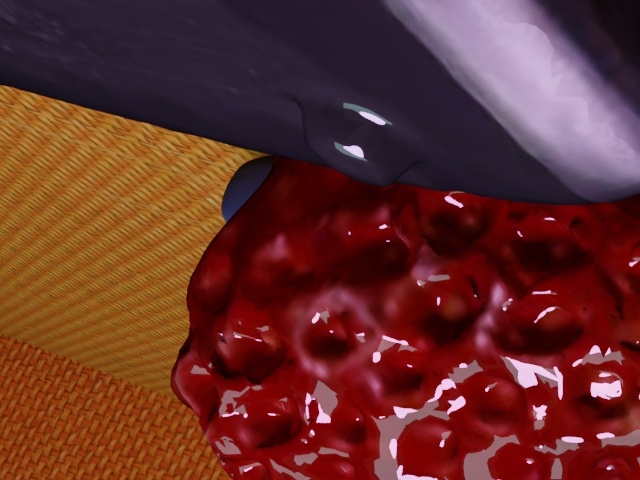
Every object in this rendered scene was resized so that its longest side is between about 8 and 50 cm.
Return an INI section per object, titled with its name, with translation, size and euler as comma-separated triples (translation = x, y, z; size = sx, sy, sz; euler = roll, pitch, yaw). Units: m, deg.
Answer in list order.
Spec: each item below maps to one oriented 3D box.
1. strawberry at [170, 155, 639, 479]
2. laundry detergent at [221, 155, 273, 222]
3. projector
[strawberry]
translation = 0.124, 0.022, 0.872
size = 0.317, 0.295, 0.345
euler = -2, 165, -35
[laundry detergent]
translation = 0.000, 0.000, 1.408
size = 0.143, 0.094, 0.290
euler = 29, 165, 10
[projector]
translation = -0.115, -0.207, 0.445
size = 0.405, 0.242, 0.395
euler = 15, 165, 40
